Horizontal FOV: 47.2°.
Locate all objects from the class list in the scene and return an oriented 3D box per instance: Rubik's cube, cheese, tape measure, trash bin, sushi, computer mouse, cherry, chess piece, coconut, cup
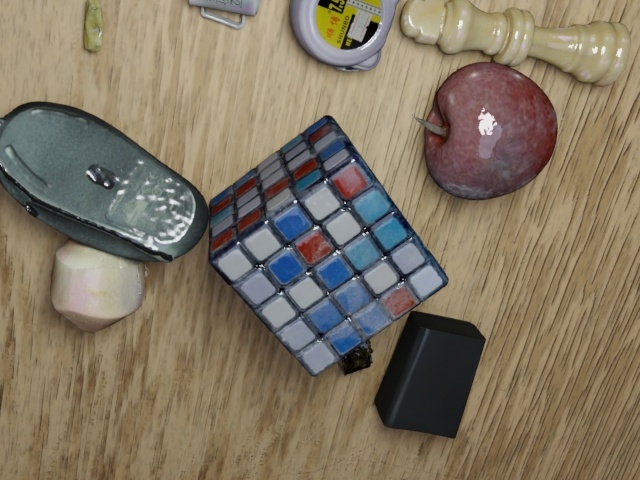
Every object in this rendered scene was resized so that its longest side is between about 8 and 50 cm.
[{"bbox_3d":[0.000,0.000,1.268,0.293,0.292,0.287,-35,112,8],"label":"Rubik's cube"},{"bbox_3d":[-0.369,-0.350,1.197,0.030,0.044,0.083,-1,111,-26],"label":"cheese"},{"bbox_3d":[0.037,-0.389,1.220,0.178,0.105,0.196,17,110,-23],"label":"tape measure"},{"bbox_3d":[0.228,0.274,1.516,0.165,0.115,0.225,13,106,-13],"label":"trash bin"},{"bbox_3d":[0.055,0.193,1.463,0.078,0.090,0.150,-14,112,-7],"label":"sushi"},{"bbox_3d":[-0.368,-0.090,1.230,0.374,0.114,0.203,32,73,-7],"label":"computer mouse"},{"bbox_3d":[0.286,-0.187,1.279,0.285,0.213,0.236,8,126,-24],"label":"cherry"},{"bbox_3d":[0.330,-0.356,1.275,0.397,0.117,0.117,8,111,-9],"label":"chess piece"},{"bbox_3d":[-0.394,0.080,1.307,0.171,0.171,0.183,3,109,-10],"label":"coconut"},{"bbox_3d":[-0.156,-0.399,1.205,0.116,0.074,0.104,3,140,-7],"label":"cup"}]
